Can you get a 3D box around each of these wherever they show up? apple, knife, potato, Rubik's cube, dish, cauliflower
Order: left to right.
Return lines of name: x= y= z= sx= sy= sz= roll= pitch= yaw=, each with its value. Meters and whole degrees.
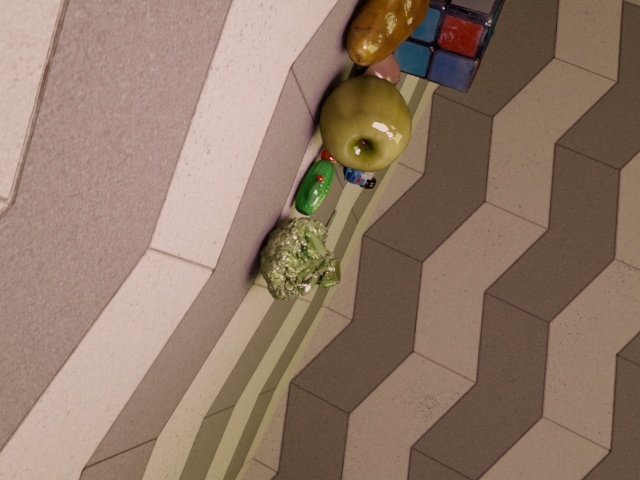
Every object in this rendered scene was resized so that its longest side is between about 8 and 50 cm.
cauliflower: x=-0.052 y=0.063 z=1.838 sx=0.272 sy=0.250 sz=0.275 roll=34 pitch=78 yaw=-81
knife: x=0.002 y=0.001 z=2.552 sx=0.293 sy=0.020 sz=0.043 roll=-62 pitch=167 yaw=-12
apple: x=0.126 y=-0.339 z=1.738 sx=0.279 sy=0.279 sz=0.279 roll=-60 pitch=168 yaw=-21
dish: x=0.183 y=-0.493 z=1.935 sx=0.213 sy=0.090 sz=0.213 roll=-47 pitch=177 yaw=-3
potato: x=0.190 y=-0.624 z=1.685 sx=0.369 sy=0.176 sz=0.195 roll=-56 pitch=-166 yaw=-22
Rubik's cube: x=0.437 y=-0.753 z=2.087 sx=0.318 sy=0.316 sz=0.313 roll=96 pitch=19 yaw=-55

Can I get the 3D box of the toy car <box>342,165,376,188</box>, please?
toy car: x=0.122 y=-0.321 z=2.046 sx=0.314 sy=0.166 sz=0.198 roll=-97 pitch=-158 yaw=-51

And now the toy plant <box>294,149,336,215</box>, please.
toy plant: x=-0.011 y=-0.186 z=1.912 sx=0.154 sy=0.088 sz=0.240 roll=121 pitch=-8 yaw=-52

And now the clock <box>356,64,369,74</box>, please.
clock: x=0.183 y=-0.625 z=1.904 sx=0.236 sy=0.053 sz=0.236 roll=-59 pitch=167 yaw=-23
